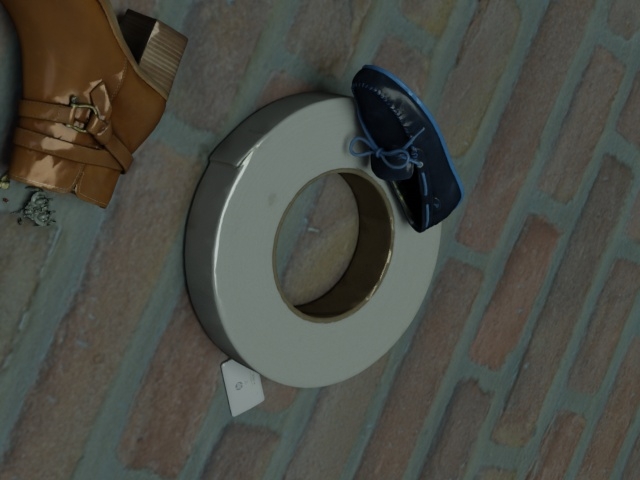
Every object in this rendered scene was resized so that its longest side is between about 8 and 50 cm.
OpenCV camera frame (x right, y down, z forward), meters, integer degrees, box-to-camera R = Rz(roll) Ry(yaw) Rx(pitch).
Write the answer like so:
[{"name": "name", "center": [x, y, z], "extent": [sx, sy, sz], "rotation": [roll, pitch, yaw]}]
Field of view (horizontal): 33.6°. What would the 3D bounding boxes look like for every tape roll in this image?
[{"name": "tape roll", "center": [0.000, 0.000, 1.397], "extent": [0.392, 0.072, 0.392], "rotation": [-12, 109, -36]}]

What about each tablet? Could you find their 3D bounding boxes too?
[{"name": "tablet", "center": [-0.103, 0.189, 1.415], "extent": [0.054, 0.006, 0.083], "rotation": [-25, 117, -31]}]

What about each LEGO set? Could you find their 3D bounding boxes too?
[{"name": "LEGO set", "center": [-0.317, -0.040, 1.158], "extent": [0.083, 0.023, 0.054], "rotation": [20, 90, -41]}]

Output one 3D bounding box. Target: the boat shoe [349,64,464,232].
[{"name": "boat shoe", "center": [0.108, -0.105, 1.342], "extent": [0.089, 0.109, 0.258], "rotation": [-48, 125, -15]}]

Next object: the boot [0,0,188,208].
[{"name": "boot", "center": [-0.287, -0.169, 1.107], "extent": [0.283, 0.109, 0.220], "rotation": [25, 91, -48]}]
